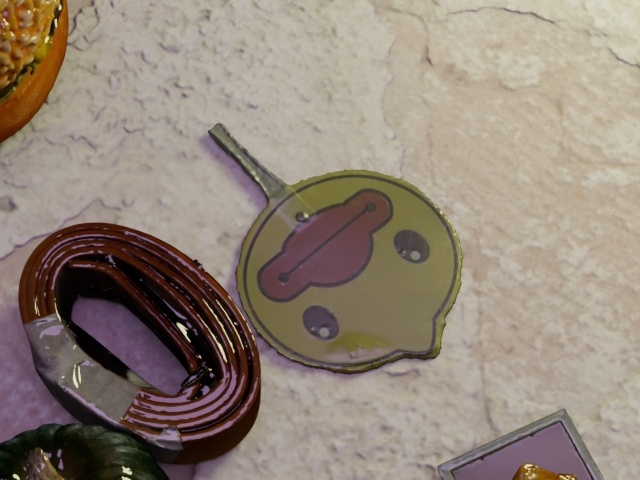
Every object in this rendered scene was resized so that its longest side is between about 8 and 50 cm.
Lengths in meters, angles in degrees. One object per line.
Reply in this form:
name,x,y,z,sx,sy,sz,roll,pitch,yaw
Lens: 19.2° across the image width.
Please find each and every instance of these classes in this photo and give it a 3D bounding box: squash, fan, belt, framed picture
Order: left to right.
squash,-0.232,0.263,1.691,0.218,0.172,0.218,2,65,-4
belt,-0.174,0.099,1.803,0.184,0.105,0.261,-40,74,-15
fan,0.000,0.000,1.902,0.229,0.011,0.335,-40,73,-17
framed picture,0.213,0.266,1.794,0.142,0.011,0.183,-23,69,-12

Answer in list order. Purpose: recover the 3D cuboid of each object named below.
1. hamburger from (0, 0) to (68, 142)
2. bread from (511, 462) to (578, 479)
hamburger,-0.409,-0.251,1.869,0.330,0.250,0.330,1,67,-1
bread,0.167,0.335,1.683,0.077,0.139,0.271,18,69,21
